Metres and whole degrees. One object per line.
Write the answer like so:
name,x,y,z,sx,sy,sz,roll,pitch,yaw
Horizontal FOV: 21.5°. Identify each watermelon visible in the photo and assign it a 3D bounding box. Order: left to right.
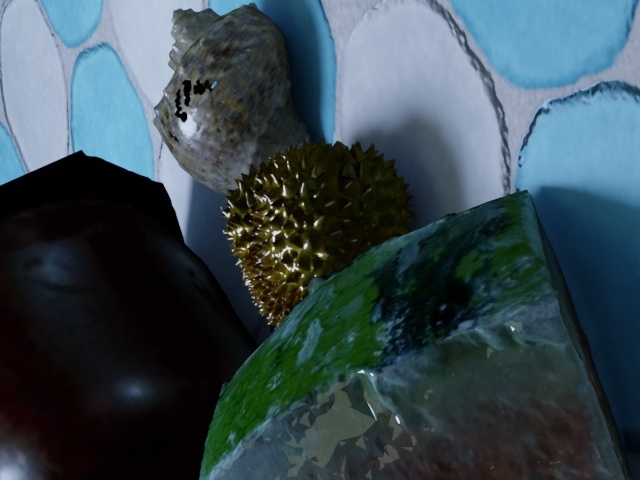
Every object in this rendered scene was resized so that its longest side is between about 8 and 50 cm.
watermelon,0.070,0.131,1.018,0.264,0.151,0.302,-32,77,21

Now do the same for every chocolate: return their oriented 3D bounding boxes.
chocolate,-0.172,0.167,1.411,0.331,0.383,0.384,33,130,35

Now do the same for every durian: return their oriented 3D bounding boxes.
durian,0.000,0.000,1.209,0.158,0.137,0.168,98,163,-73

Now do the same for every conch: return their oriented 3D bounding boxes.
conch,-0.059,-0.096,1.348,0.207,0.130,0.155,54,-175,1
